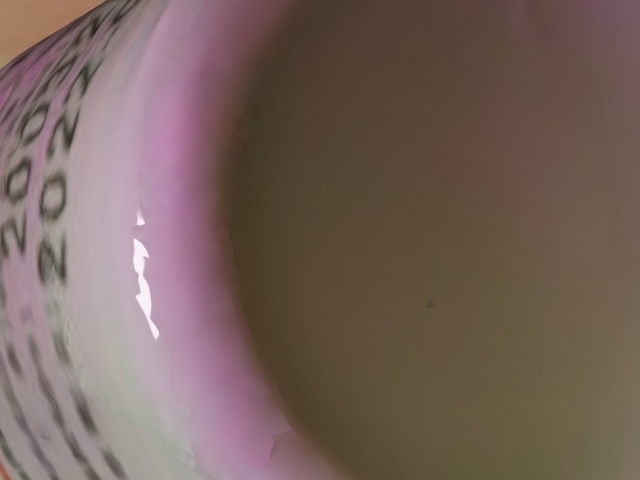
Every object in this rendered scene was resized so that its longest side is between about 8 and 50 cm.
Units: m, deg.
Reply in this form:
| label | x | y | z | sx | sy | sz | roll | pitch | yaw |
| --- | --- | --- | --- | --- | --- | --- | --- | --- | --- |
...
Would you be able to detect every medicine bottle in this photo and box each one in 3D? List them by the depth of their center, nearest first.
| label | x | y | z | sx | sy | sz | roll | pitch | yaw |
| --- | --- | --- | --- | --- | --- | --- | --- | --- | --- |
| medicine bottle | -0.034 | 0.015 | 0.675 | 0.219 | 0.219 | 0.388 | 17 | 167 | -24 |
